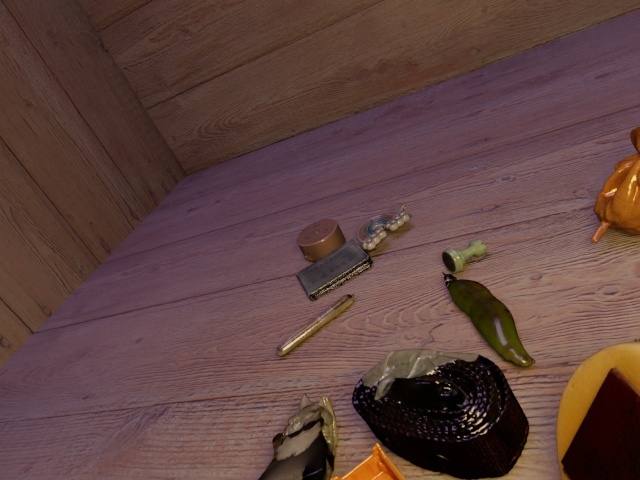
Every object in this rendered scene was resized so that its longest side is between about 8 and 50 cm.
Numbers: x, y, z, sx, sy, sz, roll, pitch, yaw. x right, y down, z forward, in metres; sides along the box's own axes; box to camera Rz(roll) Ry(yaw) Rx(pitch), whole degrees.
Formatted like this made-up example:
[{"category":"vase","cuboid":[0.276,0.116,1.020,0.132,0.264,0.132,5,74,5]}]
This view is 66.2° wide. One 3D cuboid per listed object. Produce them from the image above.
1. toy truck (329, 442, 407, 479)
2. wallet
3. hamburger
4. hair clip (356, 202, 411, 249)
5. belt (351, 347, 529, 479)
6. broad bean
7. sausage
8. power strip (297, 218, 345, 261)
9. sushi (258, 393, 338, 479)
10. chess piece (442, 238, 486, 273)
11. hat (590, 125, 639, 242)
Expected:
[{"category":"toy truck","cuboid":[0.127,0.423,0.685,0.114,0.135,0.270,-33,27,-13]},{"category":"wallet","cuboid":[0.039,0.084,1.485,0.222,0.036,0.167,-30,27,-4]},{"category":"hamburger","cuboid":[0.418,0.252,0.569,0.170,0.302,0.302,10,27,-8]},{"category":"hair clip","cuboid":[0.193,-0.042,1.534,0.220,0.054,0.140,-35,29,-21]},{"category":"belt","cuboid":[0.193,0.282,0.846,0.289,0.164,0.184,-6,39,41]},{"category":"broad bean","cuboid":[0.349,0.149,1.049,0.077,0.061,0.339,-34,25,3]},{"category":"sausage","cuboid":[-0.011,0.220,1.292,0.269,0.033,0.032,-36,27,-16]},{"category":"power strip","cuboid":[0.000,0.000,1.625,0.154,0.078,0.154,-21,28,11]},{"category":"sushi","cuboid":[-0.023,0.406,0.919,0.134,0.109,0.273,-28,12,9]},{"category":"chess piece","cuboid":[0.367,0.035,1.242,0.103,0.067,0.067,-25,25,-13]},{"category":"hat","cuboid":[0.665,-0.078,1.033,0.233,0.233,0.244,-45,-17,9]}]
